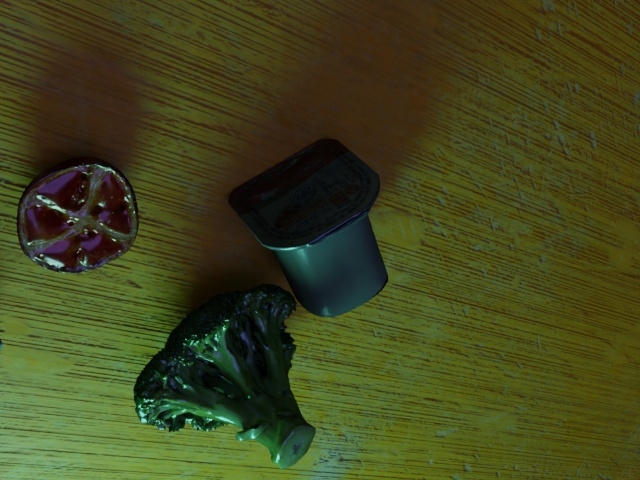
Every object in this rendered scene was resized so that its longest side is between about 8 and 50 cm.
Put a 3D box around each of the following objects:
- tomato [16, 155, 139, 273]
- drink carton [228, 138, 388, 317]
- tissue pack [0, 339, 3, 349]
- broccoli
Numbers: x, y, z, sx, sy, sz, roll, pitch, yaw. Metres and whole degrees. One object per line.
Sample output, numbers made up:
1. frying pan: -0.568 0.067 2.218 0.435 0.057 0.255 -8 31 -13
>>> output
1. tomato: -0.312 -0.036 0.974 0.156 0.069 0.155 -15 122 -25
2. drink carton: 0.000 0.000 1.099 0.186 0.191 0.189 -29 131 -15
3. tissue pack: -0.500 0.154 0.974 0.155 0.065 0.115 16 104 -32
4. broccoli: -0.118 0.203 1.081 0.269 0.269 0.254 -22 138 -17
